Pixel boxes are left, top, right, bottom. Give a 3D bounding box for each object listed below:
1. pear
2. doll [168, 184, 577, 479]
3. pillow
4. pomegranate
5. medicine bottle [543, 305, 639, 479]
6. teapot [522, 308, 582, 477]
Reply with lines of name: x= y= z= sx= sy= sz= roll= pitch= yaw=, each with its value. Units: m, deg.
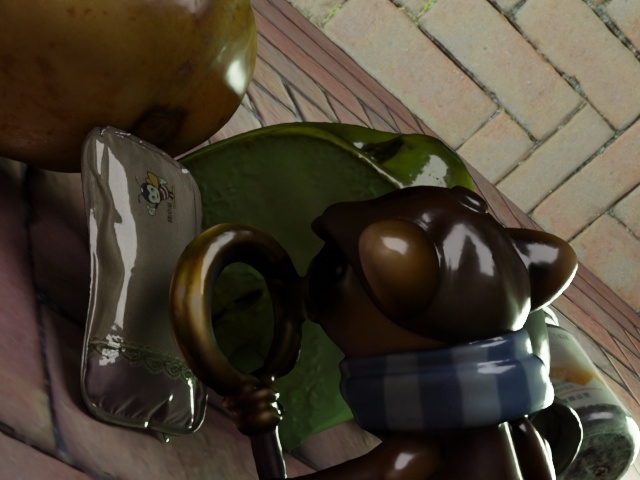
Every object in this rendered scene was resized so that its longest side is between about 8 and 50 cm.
pear: x=0.000 y=0.000 z=1.154 sx=0.286 sy=0.282 sz=0.176 roll=47 pitch=22 yaw=-1
doll: x=0.059 y=0.128 z=0.986 sx=0.318 sy=0.340 sz=0.209 roll=-8 pitch=10 yaw=-31
pillow: x=-0.131 y=0.031 z=0.999 sx=0.130 sy=0.038 sz=0.233 roll=23 pitch=58 yaw=-45
pomegranate: x=-0.195 y=-0.183 z=1.107 sx=0.307 sy=0.307 sz=0.307 roll=43 pitch=14 yaw=-14
medicine bottle: x=0.260 y=0.182 z=1.645 sx=0.165 sy=0.165 sz=0.273 roll=33 pitch=20 yaw=-43
teapot: x=0.159 y=0.116 z=1.309 sx=0.223 sy=0.305 sz=0.285 roll=9 pitch=41 yaw=-28
